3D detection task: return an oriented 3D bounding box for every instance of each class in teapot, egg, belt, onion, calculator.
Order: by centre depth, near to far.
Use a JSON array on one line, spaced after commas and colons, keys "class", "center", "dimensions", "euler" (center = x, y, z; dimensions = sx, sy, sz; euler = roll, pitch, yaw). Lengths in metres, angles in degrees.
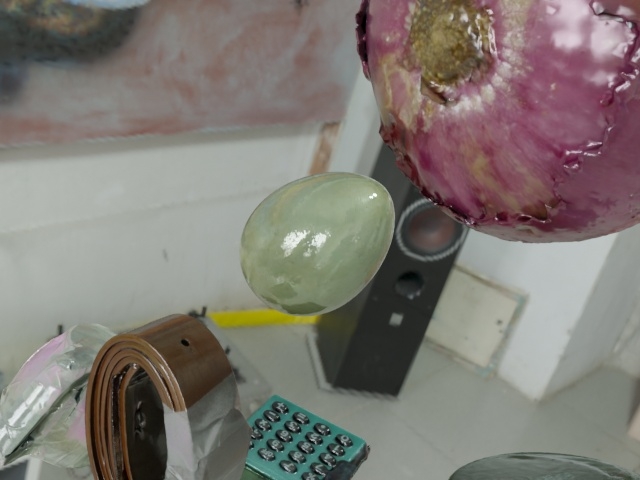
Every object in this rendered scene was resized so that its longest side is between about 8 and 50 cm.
[{"class": "onion", "center": [0.217, -0.175, 0.792], "dimensions": [0.344, 0.358, 0.358], "euler": [1, 30, -13]}, {"class": "belt", "center": [-0.180, 0.219, 1.076], "dimensions": [0.184, 0.262, 0.105], "euler": [10, 17, 32]}, {"class": "teapot", "center": [-0.351, 0.198, 1.255], "dimensions": [0.221, 0.178, 0.163], "euler": [16, 27, -52]}, {"class": "egg", "center": [0.000, 0.000, 1.497], "dimensions": [0.218, 0.295, 0.218], "euler": [35, 37, -31]}, {"class": "calculator", "center": [-0.060, 0.412, 1.711], "dimensions": [0.248, 0.058, 0.274], "euler": [23, 40, 25]}]

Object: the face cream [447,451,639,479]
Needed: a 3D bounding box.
[{"class": "face cream", "center": [0.224, 0.410, 0.898], "dimensions": [0.312, 0.357, 0.219], "euler": [1, 7, 17]}]
